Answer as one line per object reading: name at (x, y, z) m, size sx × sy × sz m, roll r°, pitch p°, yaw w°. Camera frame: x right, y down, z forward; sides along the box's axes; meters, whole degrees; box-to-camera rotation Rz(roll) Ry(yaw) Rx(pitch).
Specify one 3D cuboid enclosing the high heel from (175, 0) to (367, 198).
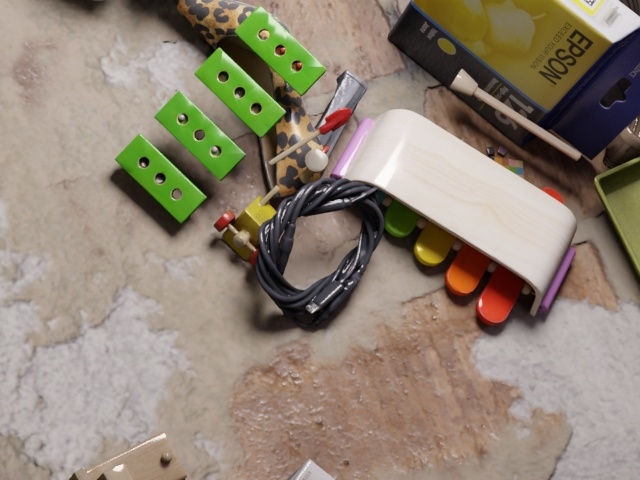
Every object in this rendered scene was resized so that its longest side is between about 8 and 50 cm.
high heel at (-0.091, -0.175, 1.922) m, size 0.261 × 0.093 × 0.186 m, roll 31°, pitch 68°, yaw -2°

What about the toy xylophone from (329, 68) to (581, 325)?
toy xylophone at (0.187, -0.060, 1.962) m, size 0.322 × 0.081 × 0.236 m, roll 39°, pitch 63°, yaw 1°

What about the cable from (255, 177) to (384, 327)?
cable at (0.000, 0.000, 1.856) m, size 0.184 × 0.047 × 0.150 m, roll -49°, pitch 124°, yaw -13°

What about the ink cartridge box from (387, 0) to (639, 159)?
ink cartridge box at (0.251, -0.230, 1.934) m, size 0.307 × 0.303 × 0.072 m, roll 40°, pitch 65°, yaw 2°

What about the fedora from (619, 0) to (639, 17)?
fedora at (0.317, -0.293, 2.075) m, size 0.243 × 0.124 × 0.275 m, roll 8°, pitch 48°, yaw -19°

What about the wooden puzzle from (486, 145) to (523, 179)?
wooden puzzle at (0.233, -0.081, 2.031) m, size 0.049 × 0.006 × 0.083 m, roll 7°, pitch 66°, yaw -16°

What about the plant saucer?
plant saucer at (0.448, -0.022, 2.047) m, size 0.188 × 0.045 × 0.188 m, roll -23°, pitch 84°, yaw -25°

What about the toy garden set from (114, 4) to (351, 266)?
toy garden set at (-0.081, -0.112, 1.869) m, size 0.204 × 0.049 × 0.244 m, roll 44°, pitch 91°, yaw 1°

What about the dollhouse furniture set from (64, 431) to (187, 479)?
dollhouse furniture set at (-0.167, 0.269, 1.666) m, size 0.123 × 0.151 × 0.144 m, roll -25°, pitch 79°, yaw -26°

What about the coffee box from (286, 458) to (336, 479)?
coffee box at (0.037, 0.370, 1.719) m, size 0.246 × 0.098 × 0.141 m, roll 37°, pitch 62°, yaw 0°

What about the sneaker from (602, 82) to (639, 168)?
sneaker at (0.407, -0.160, 2.097) m, size 0.066 × 0.071 × 0.188 m, roll 40°, pitch 39°, yaw 0°
